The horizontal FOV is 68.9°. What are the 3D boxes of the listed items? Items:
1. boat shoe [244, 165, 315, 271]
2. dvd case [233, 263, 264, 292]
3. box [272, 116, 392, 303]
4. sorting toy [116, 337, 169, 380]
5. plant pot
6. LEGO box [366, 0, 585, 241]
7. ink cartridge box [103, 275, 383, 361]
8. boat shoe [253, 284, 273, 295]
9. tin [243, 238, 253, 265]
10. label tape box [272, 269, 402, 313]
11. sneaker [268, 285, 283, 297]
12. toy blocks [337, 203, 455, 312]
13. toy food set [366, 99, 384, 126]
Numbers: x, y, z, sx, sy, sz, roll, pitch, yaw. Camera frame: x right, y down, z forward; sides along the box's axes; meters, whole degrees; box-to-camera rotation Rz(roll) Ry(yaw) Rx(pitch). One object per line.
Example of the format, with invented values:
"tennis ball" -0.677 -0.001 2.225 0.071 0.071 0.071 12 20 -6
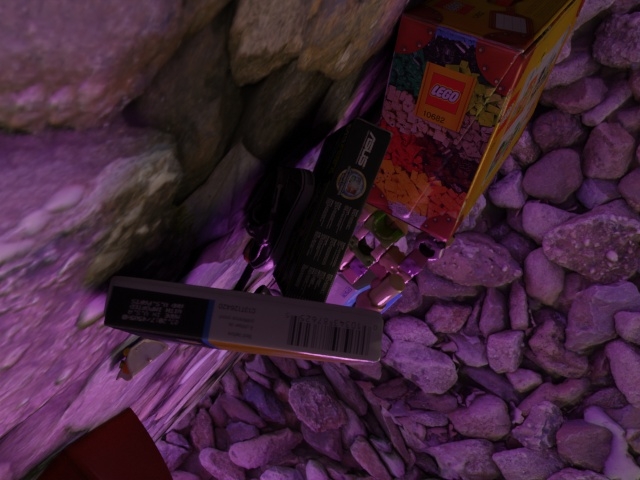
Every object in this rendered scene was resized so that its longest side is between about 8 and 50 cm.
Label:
"boat shoe" -0.086 -0.034 0.767 0.070 0.078 0.219 7 131 -29
"dvd case" -0.126 0.046 1.208 0.253 0.022 0.180 -44 172 -45
"box" 0.006 -0.043 0.739 0.216 0.060 0.270 -158 -91 -78
"sorting toy" -0.306 0.200 0.769 0.075 0.045 0.083 -44 179 33
"plant pot" -0.467 0.570 0.989 0.267 0.235 0.267 -49 174 1
"LEGO box" 0.313 -0.297 0.931 0.500 0.193 0.373 -44 154 -39
"ink cartridge box" -0.097 0.125 0.648 0.307 0.303 0.072 110 -13 -71
"boat shoe" -0.213 0.175 1.157 0.206 0.065 0.075 -26 -152 -18
"tin" -0.088 -0.023 0.976 0.190 0.040 0.106 -48 170 -10
"label tape box" 0.041 0.137 1.443 0.115 0.347 0.249 -44 173 -38
"sneaker" -0.101 0.183 1.803 0.137 0.210 0.366 -48 -151 -4
"toy blocks" 0.105 0.026 1.159 0.309 0.289 0.260 -35 170 -43
"toy food set" 0.147 -0.230 1.118 0.220 0.092 0.306 -51 174 11
